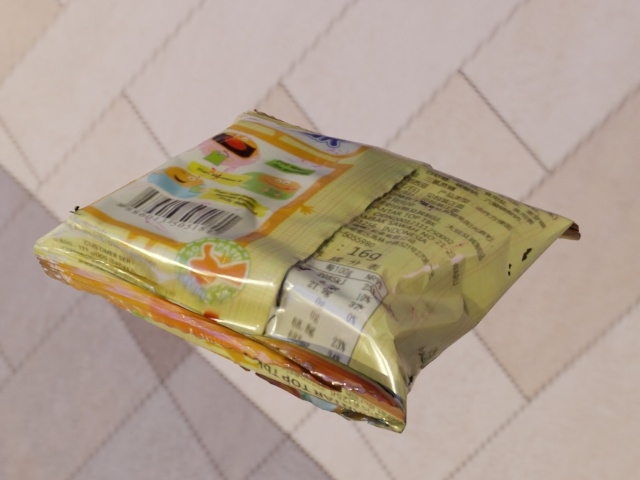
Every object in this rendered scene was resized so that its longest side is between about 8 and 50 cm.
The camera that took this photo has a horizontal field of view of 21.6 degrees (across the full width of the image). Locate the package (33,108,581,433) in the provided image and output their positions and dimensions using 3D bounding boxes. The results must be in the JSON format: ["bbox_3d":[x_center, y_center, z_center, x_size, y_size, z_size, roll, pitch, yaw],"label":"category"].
[{"bbox_3d":[-0.001,0.001,0.442,0.108,0.120,0.031,22,124,22],"label":"package"}]
